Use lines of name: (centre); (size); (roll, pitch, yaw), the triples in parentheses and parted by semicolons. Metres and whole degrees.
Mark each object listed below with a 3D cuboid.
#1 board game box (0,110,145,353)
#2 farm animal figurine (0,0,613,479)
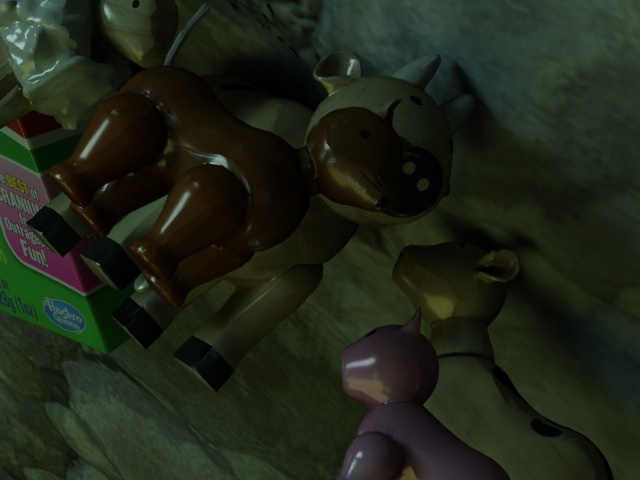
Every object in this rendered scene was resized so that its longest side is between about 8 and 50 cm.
board game box: (-0.218, -0.107, 0.969); (0.242, 0.064, 0.316); (16, 133, 43)
farm animal figurine: (0.000, 0.000, 0.792); (0.327, 0.172, 0.330); (32, 162, 48)
